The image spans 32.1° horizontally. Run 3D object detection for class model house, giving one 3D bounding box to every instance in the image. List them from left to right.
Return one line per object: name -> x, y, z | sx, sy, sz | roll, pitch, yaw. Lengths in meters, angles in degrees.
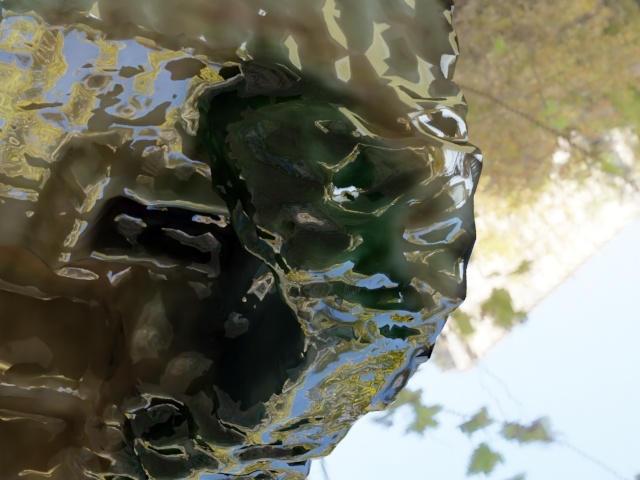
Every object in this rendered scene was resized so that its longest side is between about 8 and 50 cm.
model house -> -0.202, -0.041, 0.624 | 0.400, 0.395, 0.445 | 14, 145, -26
